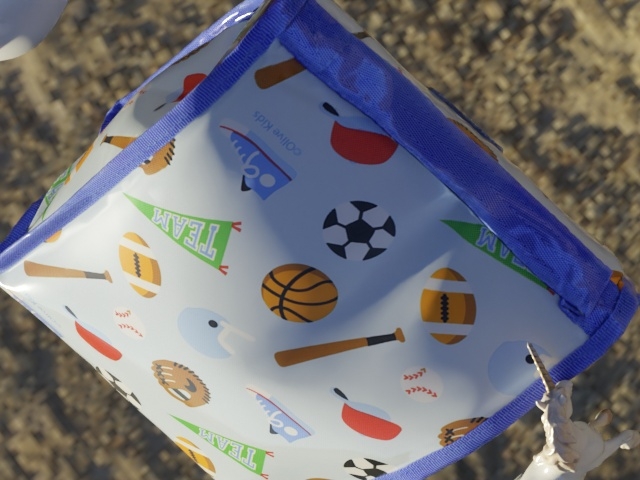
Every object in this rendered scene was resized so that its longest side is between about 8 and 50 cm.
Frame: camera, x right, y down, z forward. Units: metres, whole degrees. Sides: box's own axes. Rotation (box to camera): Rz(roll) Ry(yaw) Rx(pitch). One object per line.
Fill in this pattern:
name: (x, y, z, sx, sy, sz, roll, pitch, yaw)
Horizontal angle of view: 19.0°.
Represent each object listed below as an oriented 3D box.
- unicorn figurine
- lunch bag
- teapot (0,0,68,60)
unicorn figurine: (0.158, 0.142, 1.257, 0.060, 0.111, 0.162, 33, 115, 29)
lunch bag: (0.000, 0.000, 1.345, 0.328, 0.239, 0.385, 41, 147, -12)
teapot: (-0.233, -0.217, 1.042, 0.252, 0.187, 0.256, 128, 141, -49)
